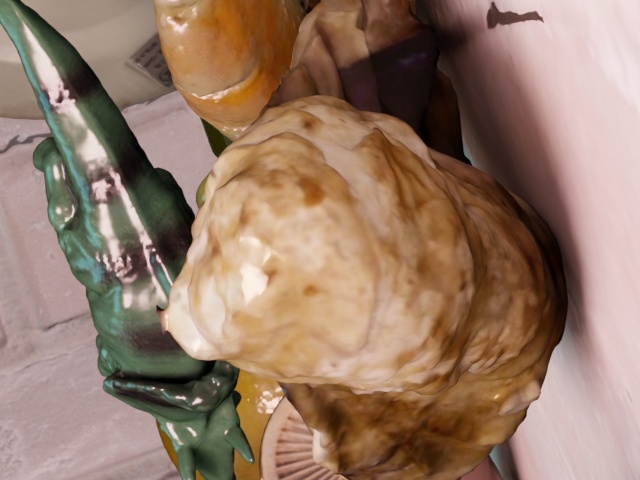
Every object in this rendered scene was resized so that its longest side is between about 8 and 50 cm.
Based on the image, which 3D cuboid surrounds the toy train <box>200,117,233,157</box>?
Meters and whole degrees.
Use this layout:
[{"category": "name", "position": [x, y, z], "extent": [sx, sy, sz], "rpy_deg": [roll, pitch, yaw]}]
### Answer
[{"category": "toy train", "position": [-0.042, -0.097, 1.214], "extent": [0.225, 0.090, 0.137], "rpy_deg": [-131, 21, -68]}]

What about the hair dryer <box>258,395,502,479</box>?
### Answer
[{"category": "hair dryer", "position": [0.093, 0.226, 0.875], "extent": [0.344, 0.106, 0.189], "rpy_deg": [59, 177, 37]}]

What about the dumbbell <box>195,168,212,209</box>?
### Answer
[{"category": "dumbbell", "position": [0.000, 0.000, 0.980], "extent": [0.108, 0.121, 0.302], "rpy_deg": [42, 175, 2]}]

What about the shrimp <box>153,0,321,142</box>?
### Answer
[{"category": "shrimp", "position": [-0.019, -0.084, 0.703], "extent": [0.217, 0.051, 0.115], "rpy_deg": [50, -132, -67]}]

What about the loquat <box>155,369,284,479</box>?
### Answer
[{"category": "loquat", "position": [-0.019, 0.117, 1.452], "extent": [0.213, 0.213, 0.213], "rpy_deg": [161, 90, -87]}]

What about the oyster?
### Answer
[{"category": "oyster", "position": [0.026, -0.024, 0.614], "extent": [0.294, 0.094, 0.166], "rpy_deg": [-82, -26, -55]}]

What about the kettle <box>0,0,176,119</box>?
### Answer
[{"category": "kettle", "position": [-0.140, -0.254, 1.078], "extent": [0.319, 0.247, 0.342], "rpy_deg": [37, -149, -43]}]

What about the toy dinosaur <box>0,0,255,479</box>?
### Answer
[{"category": "toy dinosaur", "position": [-0.094, -0.002, 0.916], "extent": [0.120, 0.079, 0.292], "rpy_deg": [-149, 36, -77]}]
